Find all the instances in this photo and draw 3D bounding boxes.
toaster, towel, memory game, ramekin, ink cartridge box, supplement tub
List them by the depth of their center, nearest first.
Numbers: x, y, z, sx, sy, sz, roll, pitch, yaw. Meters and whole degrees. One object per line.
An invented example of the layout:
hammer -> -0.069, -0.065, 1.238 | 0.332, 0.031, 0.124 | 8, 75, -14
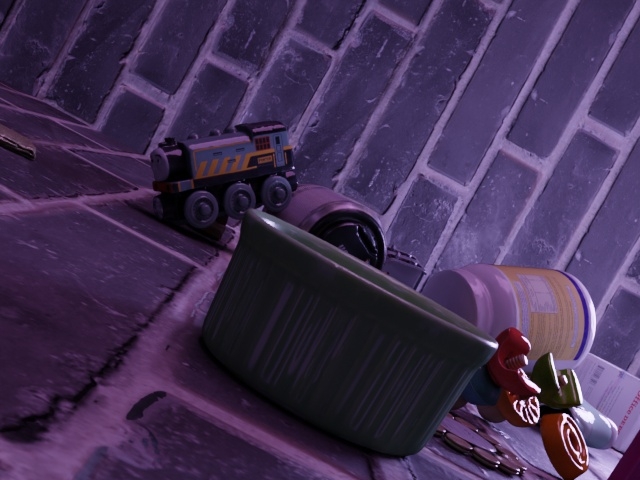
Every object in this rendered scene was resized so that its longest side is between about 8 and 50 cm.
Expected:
ramekin -> 0.022, 0.100, 0.952 | 0.303, 0.148, 0.303 | 28, 3, -2
memory game -> 0.185, 0.255, 1.161 | 0.186, 0.012, 0.186 | 28, 3, -2
towel -> -0.590, -0.195, 1.667 | 0.110, 0.027, 0.148 | 28, 2, -28
supplement tub -> 0.401, 0.173, 1.922 | 0.331, 0.241, 0.241 | 6, 14, -31
ink cartridge box -> 0.736, 0.411, 2.162 | 0.168, 0.171, 0.233 | 27, 4, -30
toaster -> 0.170, 0.111, 2.215 | 0.110, 0.185, 0.168 | 25, 11, -9

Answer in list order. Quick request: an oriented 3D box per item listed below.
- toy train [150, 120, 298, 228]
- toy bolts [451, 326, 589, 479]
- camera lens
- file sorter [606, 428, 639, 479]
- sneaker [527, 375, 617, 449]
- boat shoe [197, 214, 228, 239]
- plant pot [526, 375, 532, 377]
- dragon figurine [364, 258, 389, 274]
toy train -> -0.198, -0.139, 1.834 | 0.334, 0.190, 0.142 | -14, 12, -32
toy bolts -> 0.279, 0.258, 1.339 | 0.228, 0.158, 0.218 | 38, 37, -35
camera lens -> 0.000, 0.000, 1.932 | 0.219, 0.219, 0.274 | 27, 3, -29
file sorter -> 0.508, 0.325, 1.162 | 0.182, 0.202, 0.291 | 33, 5, 31
sneaker -> 0.465, 0.329, 1.798 | 0.151, 0.094, 0.256 | 23, 4, -33
boat shoe -> -0.273, -0.100, 2.080 | 0.123, 0.123, 0.342 | 27, 3, -20
plant pot -> 0.508, 0.284, 2.222 | 0.230, 0.215, 0.215 | 42, -1, -13
dragon figurine -> 0.131, 0.116, 1.766 | 0.144, 0.085, 0.289 | 39, 4, 36
